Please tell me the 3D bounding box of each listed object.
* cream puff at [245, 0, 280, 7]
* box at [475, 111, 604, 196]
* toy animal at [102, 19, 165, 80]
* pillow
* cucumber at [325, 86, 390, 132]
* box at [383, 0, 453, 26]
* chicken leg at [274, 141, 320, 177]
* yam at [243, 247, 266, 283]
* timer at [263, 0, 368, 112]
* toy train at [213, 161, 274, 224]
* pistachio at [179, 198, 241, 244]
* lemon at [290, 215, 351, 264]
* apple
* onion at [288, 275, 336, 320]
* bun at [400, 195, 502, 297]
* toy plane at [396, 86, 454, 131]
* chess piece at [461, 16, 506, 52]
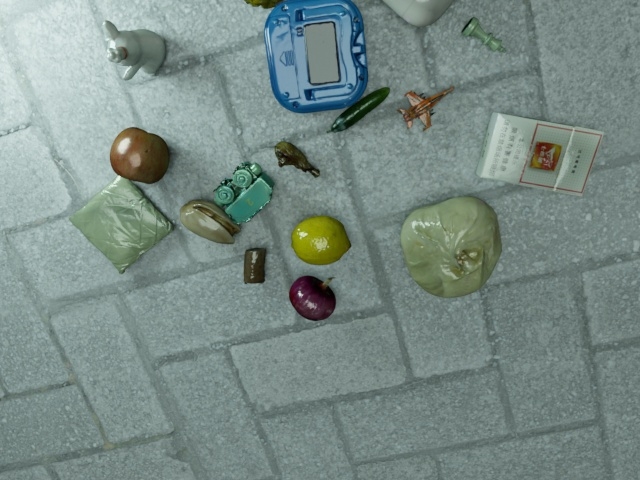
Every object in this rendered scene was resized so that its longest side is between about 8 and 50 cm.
[{"bbox_3d":[-0.165,-0.774,1.446,0.156,0.121,0.156,-11,109,-37],"label":"cream puff"},{"bbox_3d":[0.692,-0.278,1.537,0.331,0.095,0.210,11,108,1],"label":"box"},{"bbox_3d":[-0.599,-0.586,1.481,0.138,0.282,0.140,-25,101,28],"label":"toy animal"},{"bbox_3d":[-0.721,-0.061,1.751,0.281,0.076,0.274,-39,102,9],"label":"pillow"},{"bbox_3d":[0.121,-0.419,1.568,0.250,0.056,0.056,-35,101,14],"label":"cucumber"},{"bbox_3d":[0.267,-0.822,1.384,0.349,0.141,0.288,39,105,-7],"label":"box"},{"bbox_3d":[-0.082,-0.265,1.635,0.178,0.070,0.093,30,114,-14],"label":"chicken leg"},{"bbox_3d":[-0.239,0.091,1.748,0.084,0.084,0.127,4,103,4],"label":"yam"},{"bbox_3d":[-0.012,-0.578,1.503,0.310,0.115,0.339,-6,106,4],"label":"timer"},{"bbox_3d":[-0.259,-0.166,1.657,0.203,0.112,0.163,-40,107,17],"label":"toy train"},{"bbox_3d":[-0.389,-0.065,1.692,0.223,0.126,0.152,25,150,-1],"label":"pistachio"},{"bbox_3d":[-0.002,0.000,1.649,0.193,0.181,0.180,-4,109,37],"label":"lemon"},{"bbox_3d":[-0.603,-0.284,1.613,0.189,0.188,0.173,18,98,0],"label":"apple"},{"bbox_3d":[-0.026,0.203,1.708,0.177,0.177,0.153,32,134,-4],"label":"onion"},{"bbox_3d":[0.439,0.023,1.591,0.362,0.213,0.360,1,107,3],"label":"bun"},{"bbox_3d":[0.343,-0.437,1.545,0.188,0.062,0.135,-34,101,0],"label":"toy plane"},{"bbox_3d":[0.507,-0.619,1.473,0.149,0.059,0.059,30,108,-11],"label":"chess piece"}]
